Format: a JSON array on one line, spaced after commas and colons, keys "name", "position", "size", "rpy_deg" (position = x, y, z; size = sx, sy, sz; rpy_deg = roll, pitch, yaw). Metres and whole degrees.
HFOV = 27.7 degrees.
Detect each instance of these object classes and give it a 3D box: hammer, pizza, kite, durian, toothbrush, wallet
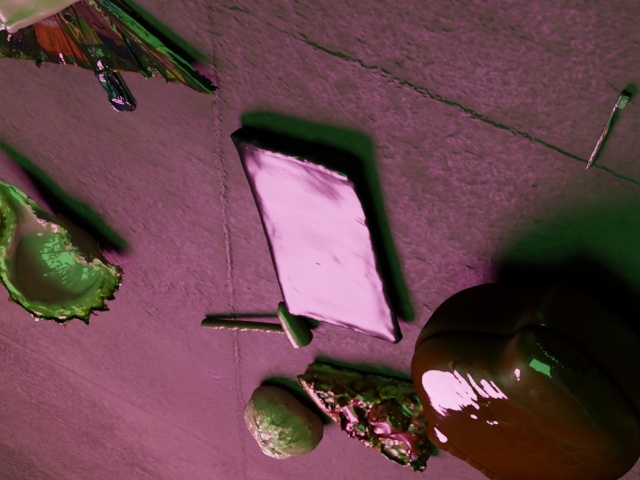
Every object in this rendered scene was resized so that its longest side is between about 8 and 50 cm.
[{"name": "hammer", "position": [-0.090, 0.095, 1.540], "size": [0.195, 0.028, 0.060], "rpy_deg": [-2, 131, 48]}, {"name": "pizza", "position": [0.067, 0.204, 1.516], "size": [0.201, 0.053, 0.193], "rpy_deg": [36, 151, -4]}, {"name": "kite", "position": [-0.243, -0.207, 1.239], "size": [0.321, 0.016, 0.234], "rpy_deg": [12, 145, 34]}, {"name": "durian", "position": [-0.341, 0.002, 1.588], "size": [0.140, 0.078, 0.224], "rpy_deg": [-31, 106, 12]}, {"name": "toothbrush", "position": [0.216, -0.081, 0.980], "size": [0.008, 0.006, 0.097], "rpy_deg": [25, 150, 8]}, {"name": "wallet", "position": [0.000, 0.000, 1.301], "size": [0.146, 0.030, 0.285], "rpy_deg": [20, 148, 28]}]

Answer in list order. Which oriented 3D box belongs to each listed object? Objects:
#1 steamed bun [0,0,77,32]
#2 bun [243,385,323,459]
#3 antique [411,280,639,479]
[{"name": "steamed bun", "position": [-0.229, -0.277, 0.959], "size": [0.225, 0.200, 0.170], "rpy_deg": [78, 168, -55]}, {"name": "bun", "position": [-0.055, 0.241, 1.679], "size": [0.115, 0.069, 0.115], "rpy_deg": [26, 150, 16]}, {"name": "antique", "position": [0.196, 0.129, 1.196], "size": [0.223, 0.129, 0.278], "rpy_deg": [29, 151, 6]}]
